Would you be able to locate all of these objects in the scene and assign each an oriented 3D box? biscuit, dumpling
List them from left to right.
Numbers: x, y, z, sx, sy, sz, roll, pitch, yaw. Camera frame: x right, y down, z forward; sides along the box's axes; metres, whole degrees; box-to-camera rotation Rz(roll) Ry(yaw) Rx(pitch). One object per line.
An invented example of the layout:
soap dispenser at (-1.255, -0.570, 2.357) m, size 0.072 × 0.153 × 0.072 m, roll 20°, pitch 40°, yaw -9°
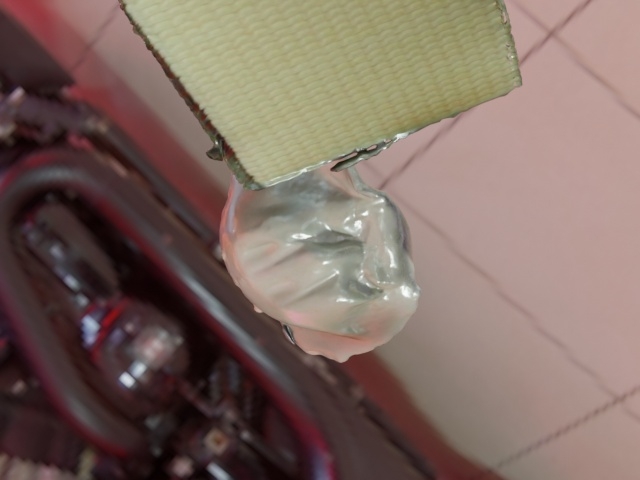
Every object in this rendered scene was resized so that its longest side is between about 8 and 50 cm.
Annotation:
dumpling at (0.000, 0.000, 1.243) m, size 0.127 × 0.108 × 0.188 m, roll -5°, pitch 110°, yaw 44°
biscuit at (0.003, -0.078, 0.643) m, size 0.199 × 0.121 × 0.041 m, roll 61°, pitch -174°, yaw -71°
